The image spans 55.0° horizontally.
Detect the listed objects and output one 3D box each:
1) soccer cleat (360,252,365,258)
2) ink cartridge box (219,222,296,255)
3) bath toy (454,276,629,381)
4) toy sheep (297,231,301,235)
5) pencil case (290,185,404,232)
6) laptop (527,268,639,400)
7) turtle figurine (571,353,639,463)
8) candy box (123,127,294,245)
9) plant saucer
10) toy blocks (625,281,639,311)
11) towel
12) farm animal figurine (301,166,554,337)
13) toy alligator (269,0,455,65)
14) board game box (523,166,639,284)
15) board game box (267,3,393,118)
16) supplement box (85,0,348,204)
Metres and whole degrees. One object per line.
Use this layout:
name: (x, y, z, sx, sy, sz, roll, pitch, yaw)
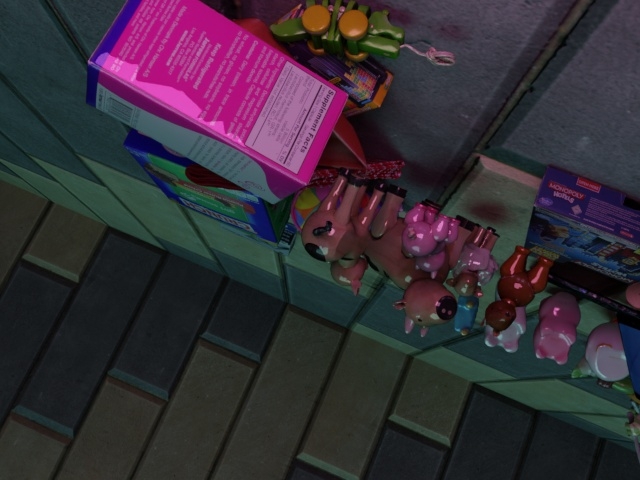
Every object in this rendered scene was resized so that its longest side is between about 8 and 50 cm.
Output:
soccer cleat: (0.105, 0.030, 1.498, 0.083, 0.029, 0.036, 14, 173, 46)
ink cartridge box: (-0.175, -0.035, 1.674, 0.224, 0.045, 0.224, 24, 166, 1)
bath toy: (0.443, 0.156, 1.206, 0.349, 0.151, 0.129, 19, -156, 11)
toy sheep: (0.000, 0.000, 1.443, 0.091, 0.091, 0.132, 17, 179, 27)
pencil case: (0.051, -0.041, 1.025, 0.105, 0.104, 0.236, 15, -175, 33)
laptop: (0.452, 0.161, 1.019, 0.265, 0.136, 0.234, 25, -177, 13)
turtle figurine: (0.715, 0.397, 1.436, 0.266, 0.198, 0.274, 35, 133, 36)
candy box: (-0.197, -0.126, 1.201, 0.268, 0.122, 0.317, 21, 168, 8)
plant saucer: (-0.093, -0.182, 0.764, 0.259, 0.047, 0.258, 13, 162, 40)
toy blocks: (0.572, 0.118, 0.985, 0.123, 0.054, 0.148, 11, 161, 45)
towel: (-0.033, -0.101, 0.900, 0.199, 0.031, 0.275, 13, -162, 41)
farm animal figurine: (0.123, 0.030, 0.849, 0.331, 0.172, 0.327, 23, -170, -8)
toy alligator: (0.045, -0.214, 0.618, 0.190, 0.051, 0.056, 11, 172, 9)
board game box: (0.361, -0.009, 0.841, 0.194, 0.060, 0.194, 22, 168, 6)
board game box: (-0.017, -0.204, 0.757, 0.141, 0.048, 0.170, 29, 166, -26)
supplement box: (-0.102, -0.140, 0.611, 0.220, 0.113, 0.111, 30, 164, -16)
